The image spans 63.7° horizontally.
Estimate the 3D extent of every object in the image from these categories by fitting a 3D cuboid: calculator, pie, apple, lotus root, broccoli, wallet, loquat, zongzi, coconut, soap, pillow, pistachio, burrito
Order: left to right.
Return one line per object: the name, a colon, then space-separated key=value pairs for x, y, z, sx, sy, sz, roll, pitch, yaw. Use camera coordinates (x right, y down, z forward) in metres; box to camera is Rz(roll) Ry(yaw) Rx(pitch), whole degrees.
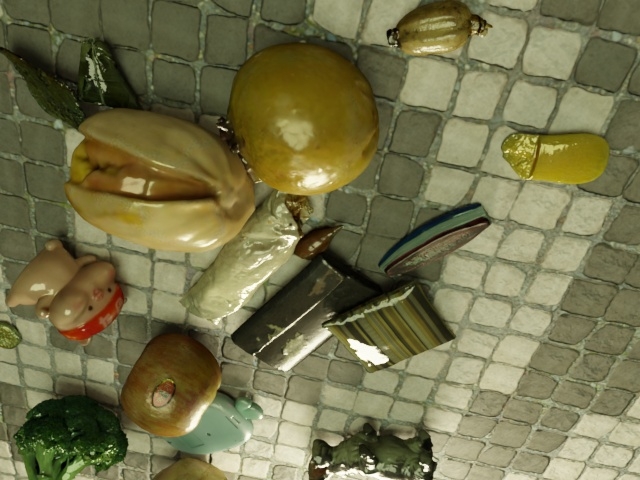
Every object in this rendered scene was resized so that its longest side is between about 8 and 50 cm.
pie: x=-0.759 y=0.227 z=1.230 sx=0.084 sy=0.021 sz=0.084 roll=1 pitch=122 yaw=2
broccoli: x=-0.611 y=0.509 z=1.240 sx=0.270 sy=0.270 sz=0.270 roll=8 pitch=150 yaw=4
zongzi: x=-0.339 y=-0.271 z=0.858 sx=0.119 sy=0.055 sz=0.109 roll=13 pitch=122 yaw=-14
pistachio: x=-0.260 y=-0.095 z=0.862 sx=0.308 sy=0.230 sz=0.230 roll=13 pitch=122 yaw=-6
apple: x=-0.320 y=0.311 z=1.115 sx=0.188 sy=0.211 sz=0.211 roll=29 pitch=120 yaw=-7
coconut: x=-0.356 y=0.695 z=1.334 sx=0.197 sy=0.237 sz=0.237 roll=24 pitch=134 yaw=44
calculator: x=-0.277 y=0.461 z=1.294 sx=0.298 sy=0.041 sz=0.185 roll=-25 pitch=115 yaw=22
burrito: x=-0.143 y=0.042 z=1.007 sx=0.117 sy=0.076 sz=0.392 roll=33 pitch=122 yaw=-19
loquat: x=-0.033 y=-0.176 z=0.772 sx=0.243 sy=0.244 sz=0.244 roll=3 pitch=121 yaw=6
wallet: x=-0.034 y=0.163 z=1.069 sx=0.170 sy=0.044 sz=0.321 roll=32 pitch=121 yaw=-25
pillow: x=0.143 y=0.184 z=1.052 sx=0.212 sy=0.052 sz=0.208 roll=-28 pitch=129 yaw=16
lotus root: x=0.173 y=-0.311 z=0.756 sx=0.151 sy=0.063 sz=0.072 roll=1 pitch=94 yaw=15
soap: x=0.386 y=-0.134 z=0.851 sx=0.168 sy=0.033 sz=0.089 roll=0 pitch=118 yaw=8

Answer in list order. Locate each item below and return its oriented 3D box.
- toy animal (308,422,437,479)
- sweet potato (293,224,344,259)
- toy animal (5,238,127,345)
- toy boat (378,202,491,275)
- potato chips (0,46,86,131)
toy animal: x=0.108 y=0.521 z=1.246 sx=0.343 sy=0.106 sz=0.168 roll=-9 pitch=127 yaw=20
sweet potato: x=0.000 y=0.000 z=0.974 sx=0.117 sy=0.049 sz=0.049 roll=-32 pitch=112 yaw=27
toy animal: x=-0.505 y=0.109 z=1.048 sx=0.197 sy=0.171 sz=0.171 roll=34 pitch=119 yaw=-10
toy boat: x=0.206 y=0.009 z=0.958 sx=0.229 sy=0.046 sz=0.080 roll=-28 pitch=118 yaw=20
potato chips: x=-0.453 y=-0.244 z=0.870 sx=0.142 sy=0.026 sz=0.209 roll=5 pitch=139 yaw=42
